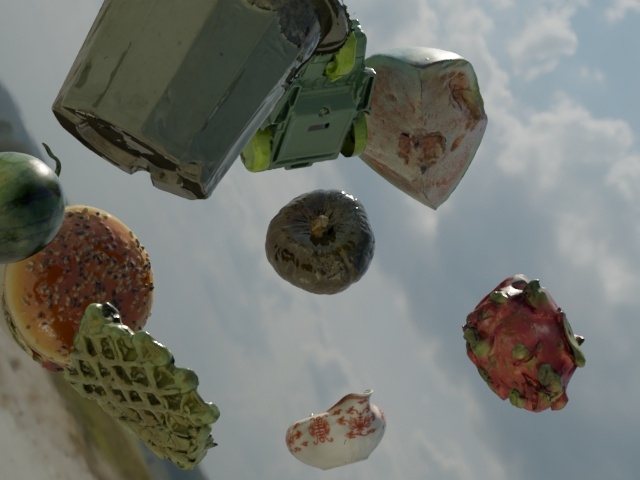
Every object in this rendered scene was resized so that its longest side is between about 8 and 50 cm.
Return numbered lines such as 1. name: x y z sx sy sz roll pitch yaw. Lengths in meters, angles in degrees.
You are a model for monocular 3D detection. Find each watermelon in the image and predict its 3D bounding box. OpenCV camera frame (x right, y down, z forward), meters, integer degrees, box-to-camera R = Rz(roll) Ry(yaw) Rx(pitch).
1. watermelon: 0.158 -0.221 2.008 0.188 0.175 0.322 38 -35 29
2. watermelon: -0.382 -0.049 1.531 0.141 0.187 0.140 15 -60 26

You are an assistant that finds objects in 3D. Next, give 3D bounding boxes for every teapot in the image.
1. teapot: 0.018 0.305 1.909 0.245 0.159 0.116 -23 -91 47

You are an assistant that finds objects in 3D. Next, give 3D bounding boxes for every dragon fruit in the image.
1. dragon fruit: 0.275 0.142 1.598 0.172 0.160 0.166 55 -26 37

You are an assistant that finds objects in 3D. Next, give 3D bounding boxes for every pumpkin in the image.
1. pumpkin: 0.000 0.000 2.322 0.219 0.219 0.162 58 -13 29

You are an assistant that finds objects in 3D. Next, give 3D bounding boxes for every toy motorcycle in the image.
1. toy motorcycle: -0.021 -0.255 1.800 0.326 0.191 0.200 113 -38 -55

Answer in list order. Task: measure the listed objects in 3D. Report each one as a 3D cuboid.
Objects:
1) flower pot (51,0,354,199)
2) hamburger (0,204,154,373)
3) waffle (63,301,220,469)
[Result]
1. flower pot: -0.138 -0.193 1.297 0.290 0.259 0.290 26 -13 6
2. hamburger: -0.428 0.086 2.136 0.176 0.300 0.300 -4 -68 52
3. waffle: -0.285 0.241 1.906 0.297 0.073 0.317 40 -34 9
